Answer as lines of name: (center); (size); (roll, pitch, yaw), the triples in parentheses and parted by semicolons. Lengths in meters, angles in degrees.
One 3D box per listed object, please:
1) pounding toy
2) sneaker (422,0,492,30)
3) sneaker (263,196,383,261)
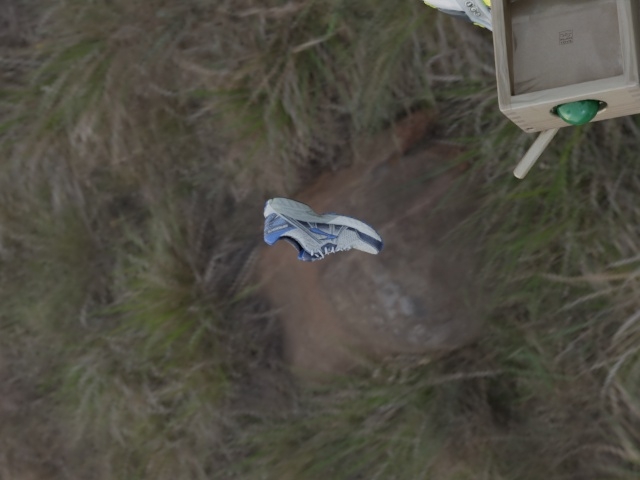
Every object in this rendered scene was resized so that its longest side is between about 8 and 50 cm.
pounding toy: (0.200, -0.137, 0.987); (0.130, 0.100, 0.141); (-9, 76, 25)
sneaker: (0.258, -0.279, 1.339); (0.385, 0.145, 0.147); (21, 149, -17)
sneaker: (0.000, 0.000, 1.316); (0.135, 0.058, 0.052); (15, 163, -6)
